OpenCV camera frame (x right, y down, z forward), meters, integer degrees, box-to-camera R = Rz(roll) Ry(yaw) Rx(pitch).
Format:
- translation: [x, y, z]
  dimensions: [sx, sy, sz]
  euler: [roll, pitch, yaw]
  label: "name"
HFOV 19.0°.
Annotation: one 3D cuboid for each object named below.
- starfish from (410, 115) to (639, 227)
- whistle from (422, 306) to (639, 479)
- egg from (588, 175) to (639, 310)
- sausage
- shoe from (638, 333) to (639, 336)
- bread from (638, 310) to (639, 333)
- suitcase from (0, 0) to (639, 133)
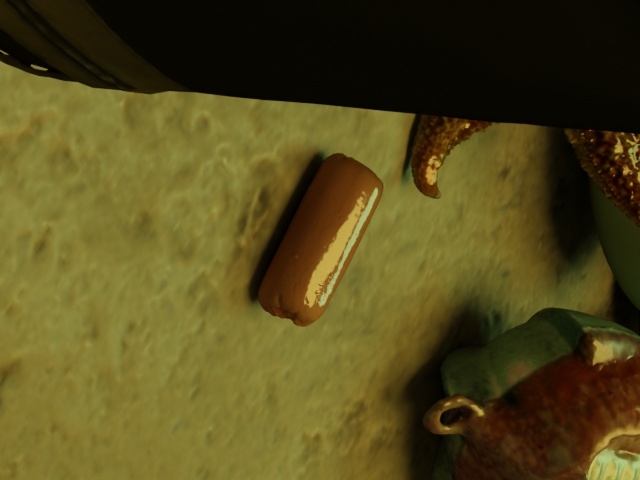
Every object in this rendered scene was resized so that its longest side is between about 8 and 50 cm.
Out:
- translation: [0.142, -0.104, 0.985]
  dimensions: [0.240, 0.227, 0.043]
  euler: [-41, -169, -2]
  label: "starfish"
- translation: [0.186, 0.120, 1.136]
  dimensions: [0.346, 0.134, 0.142]
  euler: [13, 99, -40]
  label: "whistle"
- translation: [0.248, -0.060, 1.129]
  dimensions: [0.183, 0.183, 0.264]
  euler: [-33, 143, -47]
  label: "egg"
- translation: [0.000, 0.000, 0.899]
  dimensions: [0.083, 0.034, 0.034]
  euler: [-63, 150, -10]
  label: "sausage"
- translation: [0.237, 0.190, 1.311]
  dimensions: [0.114, 0.137, 0.291]
  euler: [-50, 144, -33]
  label: "shoe"
- translation: [0.315, -0.011, 1.321]
  dimensions: [0.250, 0.133, 0.179]
  euler: [-59, 150, -17]
  label: "bread"
- translation: [0.021, -0.153, 0.429]
  dimensions: [0.194, 0.434, 0.283]
  euler: [-60, 137, -24]
  label: "suitcase"
